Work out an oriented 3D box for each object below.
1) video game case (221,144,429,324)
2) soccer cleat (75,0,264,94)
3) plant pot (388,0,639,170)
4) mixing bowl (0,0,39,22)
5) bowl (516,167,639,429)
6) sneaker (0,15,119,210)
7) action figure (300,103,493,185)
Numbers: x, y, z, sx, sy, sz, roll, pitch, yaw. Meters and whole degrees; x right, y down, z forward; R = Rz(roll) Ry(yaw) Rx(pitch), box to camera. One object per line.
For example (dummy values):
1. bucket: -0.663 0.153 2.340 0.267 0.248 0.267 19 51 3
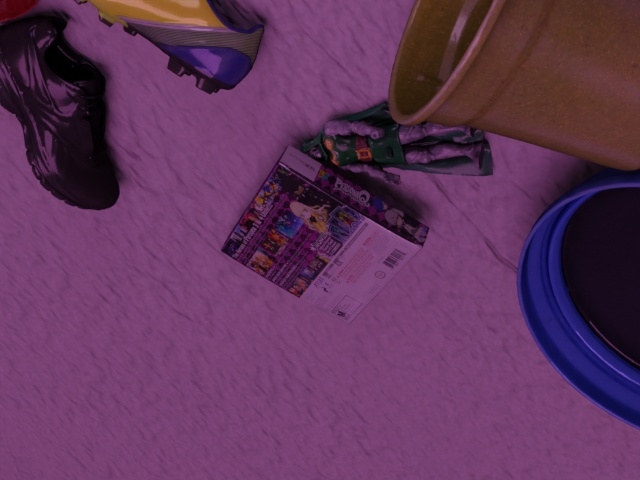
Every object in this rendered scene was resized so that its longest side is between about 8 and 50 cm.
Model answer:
1. video game case: 0.000 0.000 1.521 0.210 0.042 0.232 30 143 -6
2. soccer cleat: -0.197 -0.291 1.371 0.289 0.093 0.121 35 100 -4
3. plant pot: 0.244 -0.199 1.183 0.253 0.276 0.276 21 132 -14
4. mixing bowl: -0.424 -0.334 1.367 0.181 0.098 0.181 -6 166 -2
5. bowl: 0.418 0.076 1.325 0.391 0.077 0.391 23 139 22
6. sneaker: -0.325 -0.160 1.497 0.130 0.109 0.286 -15 125 19
7. action figure: 0.082 -0.117 1.416 0.232 0.063 0.137 -2 130 25
